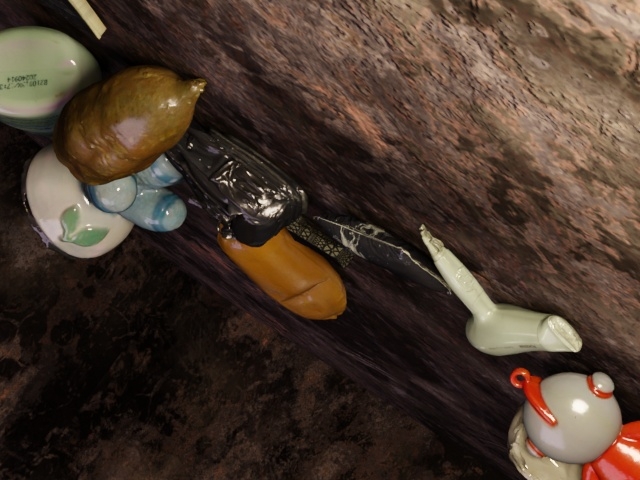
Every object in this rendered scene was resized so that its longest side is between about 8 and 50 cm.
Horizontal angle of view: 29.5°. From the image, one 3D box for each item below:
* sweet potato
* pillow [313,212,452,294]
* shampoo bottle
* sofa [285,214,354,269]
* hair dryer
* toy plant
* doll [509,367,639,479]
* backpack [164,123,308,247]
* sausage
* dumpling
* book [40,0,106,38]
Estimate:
[{"bbox_3d":[-0.290,-0.178,1.814,0.158,0.158,0.369,39,154,-17],"label":"sweet potato"},{"bbox_3d":[0.091,0.014,1.800,0.208,0.055,0.141,26,173,47],"label":"pillow"},{"bbox_3d":[-0.483,-0.264,2.094,0.221,0.151,0.349,-7,178,-6],"label":"shampoo bottle"},{"bbox_3d":[0.000,0.000,2.108,0.118,0.039,0.060,30,170,29],"label":"sofa"},{"bbox_3d":[0.220,0.064,1.635,0.237,0.075,0.206,46,161,-14],"label":"hair dryer"},{"bbox_3d":[-0.345,-0.111,2.148,0.332,0.247,0.247,-18,133,39],"label":"toy plant"},{"bbox_3d":[0.409,0.291,1.757,0.336,0.200,0.105,36,-148,-1],"label":"doll"},{"bbox_3d":[-0.151,-0.098,1.941,0.258,0.133,0.206,42,168,5],"label":"backpack"},{"bbox_3d":[-0.063,0.050,2.318,0.354,0.134,0.116,47,-160,-47],"label":"sausage"},{"bbox_3d":[0.373,0.321,1.893,0.172,0.247,0.142,36,126,10],"label":"dumpling"},{"bbox_3d":[-0.458,-0.430,1.660,0.262,0.028,0.374,34,171,23],"label":"book"}]
